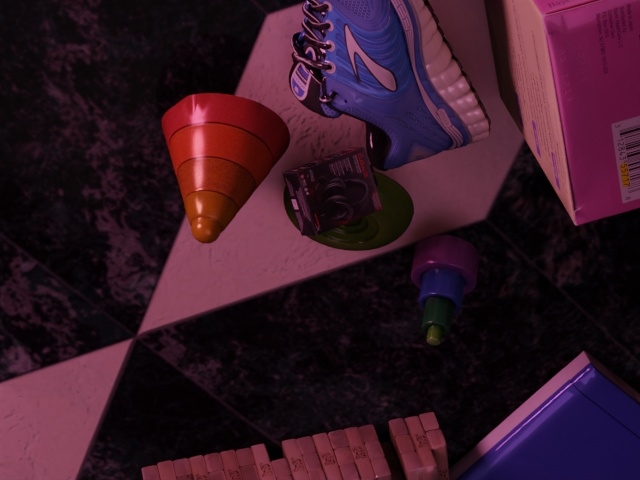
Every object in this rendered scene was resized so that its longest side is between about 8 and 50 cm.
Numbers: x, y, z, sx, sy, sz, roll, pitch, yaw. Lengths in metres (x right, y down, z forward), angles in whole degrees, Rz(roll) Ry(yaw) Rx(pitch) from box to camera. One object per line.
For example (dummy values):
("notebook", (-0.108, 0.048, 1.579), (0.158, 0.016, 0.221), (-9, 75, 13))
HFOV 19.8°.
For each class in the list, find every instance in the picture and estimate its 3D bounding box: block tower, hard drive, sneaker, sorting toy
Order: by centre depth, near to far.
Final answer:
("sneaker", (0.028, -0.183, 1.641), (0.147, 0.130, 0.330), (-30, 124, 4))
("sorting toy", (0.000, 0.000, 1.729), (0.365, 0.126, 0.127), (29, 144, -28))
("block tower", (-0.029, 0.271, 1.946), (0.335, 0.091, 0.097), (-11, 124, -7))
("hard drive", (0.246, 0.285, 2.050), (0.318, 0.040, 0.210), (-44, 122, 15))

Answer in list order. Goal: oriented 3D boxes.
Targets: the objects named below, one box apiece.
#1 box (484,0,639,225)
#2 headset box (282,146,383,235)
("box", (0.231, -0.174, 1.624), (0.117, 0.243, 0.214), (-16, 124, -3))
("headset box", (0.015, -0.046, 1.674), (0.083, 0.032, 0.062), (-21, 100, -25))
